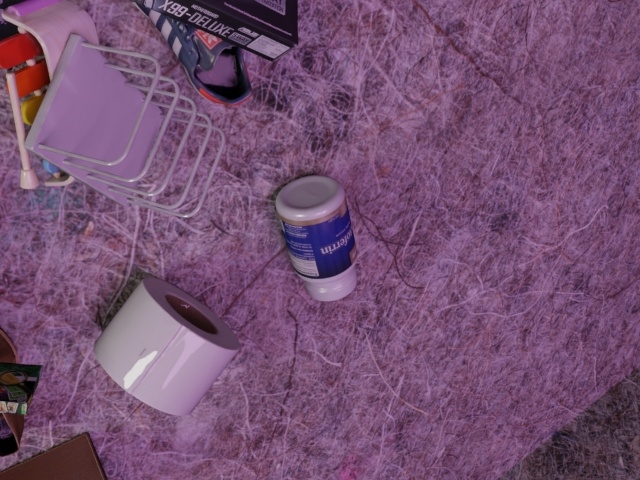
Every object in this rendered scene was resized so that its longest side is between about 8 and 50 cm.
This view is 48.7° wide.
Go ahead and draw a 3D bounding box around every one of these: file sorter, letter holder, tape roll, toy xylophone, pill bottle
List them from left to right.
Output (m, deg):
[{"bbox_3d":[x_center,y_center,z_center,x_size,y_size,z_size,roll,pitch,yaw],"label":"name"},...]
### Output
[{"bbox_3d":[-0.587,0.585,1.483,0.301,0.214,0.152,-22,127,-22],"label":"letter holder"},{"bbox_3d":[-0.430,-0.223,1.136,0.236,0.081,0.323,-46,146,-55],"label":"toy xylophone"},{"bbox_3d":[-0.298,-0.169,1.159,0.278,0.173,0.193,46,61,-69],"label":"file sorter"},{"bbox_3d":[-0.309,0.212,1.434,0.246,0.246,0.169,34,95,-42],"label":"tape roll"},{"bbox_3d":[0.000,0.000,1.580,0.153,0.153,0.265,-28,129,-18],"label":"pill bottle"}]

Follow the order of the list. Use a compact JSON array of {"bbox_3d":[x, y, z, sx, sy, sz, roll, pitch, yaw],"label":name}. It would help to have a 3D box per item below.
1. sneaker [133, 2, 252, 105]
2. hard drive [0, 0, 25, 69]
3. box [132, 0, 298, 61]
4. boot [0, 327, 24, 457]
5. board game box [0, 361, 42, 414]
[{"bbox_3d":[-0.217,-0.378,1.213,0.131,0.148,0.350,-41,131,-7],"label":"sneaker"},{"bbox_3d":[-0.527,-0.388,1.060,0.172,0.054,0.255,2,115,-34],"label":"hard drive"},{"bbox_3d":[-0.175,-0.461,1.155,0.307,0.076,0.243,15,68,-38],"label":"box"},{"bbox_3d":[-0.625,0.281,1.348,0.112,0.115,0.305,-17,122,-20],"label":"boot"},{"bbox_3d":[-0.630,0.247,1.223,0.259,0.136,0.030,7,105,-13],"label":"board game box"}]
